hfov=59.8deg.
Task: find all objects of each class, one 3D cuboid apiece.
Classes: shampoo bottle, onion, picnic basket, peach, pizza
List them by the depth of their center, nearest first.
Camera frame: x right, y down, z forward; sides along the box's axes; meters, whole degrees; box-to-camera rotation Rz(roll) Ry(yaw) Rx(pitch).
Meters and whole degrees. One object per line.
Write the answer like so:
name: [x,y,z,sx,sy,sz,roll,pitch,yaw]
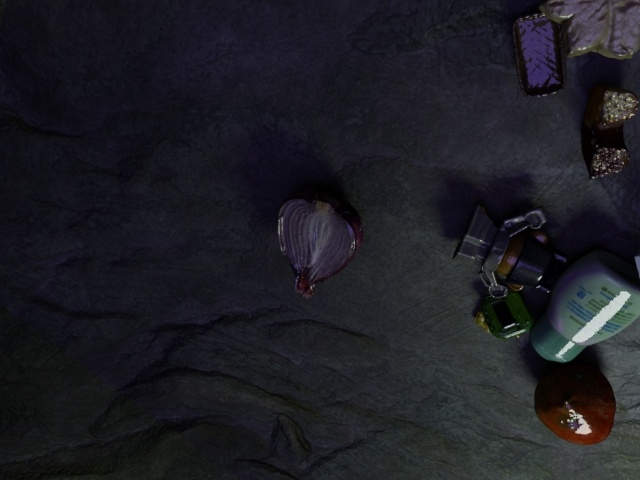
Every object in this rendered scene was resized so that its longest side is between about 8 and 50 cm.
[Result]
picnic basket: [0.512,-0.438,1.304,0.110,0.055,0.193,-5,117,25]
shampoo bottle: [0.722,0.201,1.541,0.222,0.151,0.349,27,124,-1]
peach: [0.743,0.474,1.629,0.232,0.232,0.257,-3,160,23]
onion: [0.000,0.000,1.695,0.267,0.159,0.348,28,124,18]
pizza: [0.538,0.254,1.712,0.160,0.036,0.099,45,124,-8]

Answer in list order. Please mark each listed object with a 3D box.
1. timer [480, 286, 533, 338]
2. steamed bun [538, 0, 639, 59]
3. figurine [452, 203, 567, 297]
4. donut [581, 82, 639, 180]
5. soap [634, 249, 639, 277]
timer: [0.544,0.213,1.633,0.128,0.047,0.140,-25,69,16]
steamed bun: [0.613,-0.519,1.163,0.292,0.137,0.295,32,119,6]
figurine: [0.519,0.038,1.530,0.308,0.143,0.308,22,142,19]
donut: [0.671,-0.268,1.296,0.085,0.141,0.217,-1,127,11]
soap: [0.930,0.132,1.379,0.347,0.208,0.115,54,155,-14]
